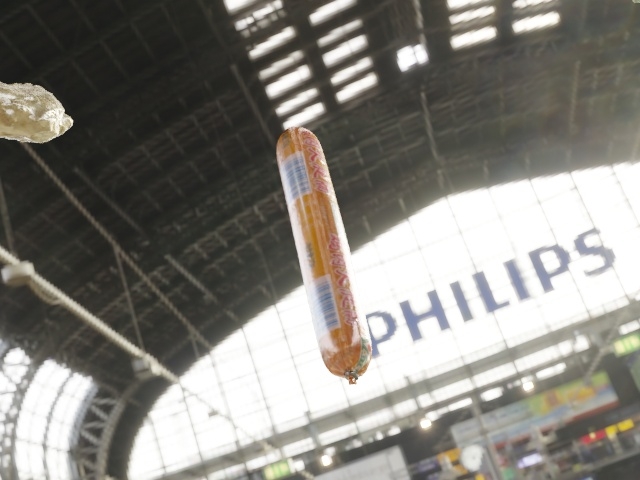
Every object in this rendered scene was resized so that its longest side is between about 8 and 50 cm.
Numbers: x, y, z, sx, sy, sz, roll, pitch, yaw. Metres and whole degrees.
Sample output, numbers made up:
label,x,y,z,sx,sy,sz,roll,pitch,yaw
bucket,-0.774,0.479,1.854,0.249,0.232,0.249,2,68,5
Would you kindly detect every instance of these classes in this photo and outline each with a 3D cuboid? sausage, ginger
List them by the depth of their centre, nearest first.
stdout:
label,x,y,z,sx,sy,sz,roll,pitch,yaw
ginger,-0.278,-0.116,0.802,0.173,0.069,0.051,21,-69,-43
sausage,0.000,0.000,1.024,0.053,0.348,0.053,-8,-40,-7

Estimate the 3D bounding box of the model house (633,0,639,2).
label,x,y,z,sx,sy,sz,roll,pitch,yaw
model house,0.494,-0.346,1.093,0.312,0.358,0.242,-34,-47,5
